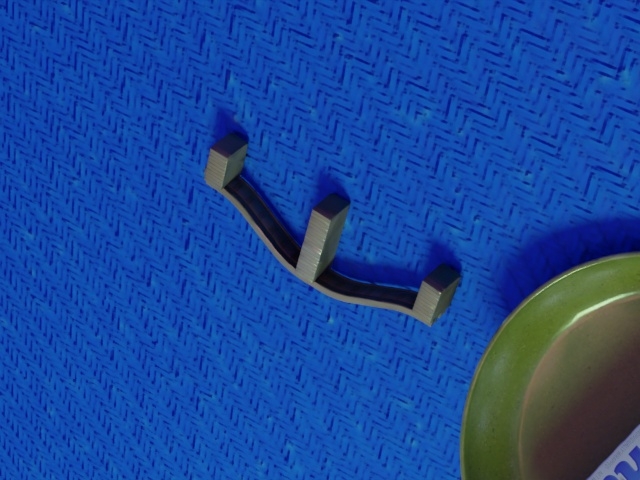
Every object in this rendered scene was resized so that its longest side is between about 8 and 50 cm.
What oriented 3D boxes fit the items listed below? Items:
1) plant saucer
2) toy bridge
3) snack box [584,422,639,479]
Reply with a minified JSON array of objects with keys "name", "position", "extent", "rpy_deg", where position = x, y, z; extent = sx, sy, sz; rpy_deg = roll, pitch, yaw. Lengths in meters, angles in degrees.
[{"name":"plant saucer","position":[0.192,0.126,0.871],"extent":[0.241,0.037,0.241],"rpy_deg":[0,90,34]},{"name":"toy bridge","position":[0.000,0.000,1.003],"extent":[0.188,0.026,0.063],"rpy_deg":[32,135,18]},{"name":"snack box","position":[0.169,0.154,0.850],"extent":[0.064,0.022,0.178],"rpy_deg":[49,116,25]}]
